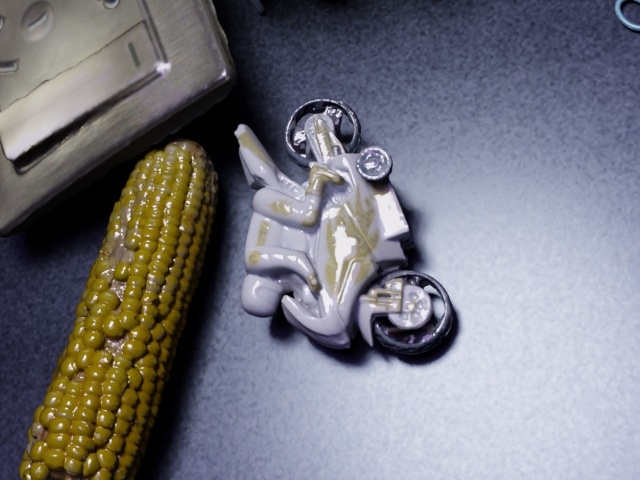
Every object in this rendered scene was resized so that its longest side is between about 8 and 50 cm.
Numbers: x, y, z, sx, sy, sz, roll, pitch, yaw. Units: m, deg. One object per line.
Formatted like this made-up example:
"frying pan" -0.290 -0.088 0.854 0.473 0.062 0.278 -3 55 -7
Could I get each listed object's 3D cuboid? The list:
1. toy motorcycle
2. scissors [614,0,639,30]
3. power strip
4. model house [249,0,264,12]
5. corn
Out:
"toy motorcycle" 0.000 0.000 1.064 0.151 0.074 0.228 -26 71 1
"scissors" 0.233 -0.215 1.107 0.058 0.014 0.119 -41 65 -2
"power strip" -0.195 -0.158 1.167 0.257 0.092 0.251 -30 58 19
"model house" -0.025 -0.324 1.123 0.215 0.224 0.198 -16 64 11
"corn" -0.150 0.069 1.076 0.097 0.097 0.320 9 69 22
